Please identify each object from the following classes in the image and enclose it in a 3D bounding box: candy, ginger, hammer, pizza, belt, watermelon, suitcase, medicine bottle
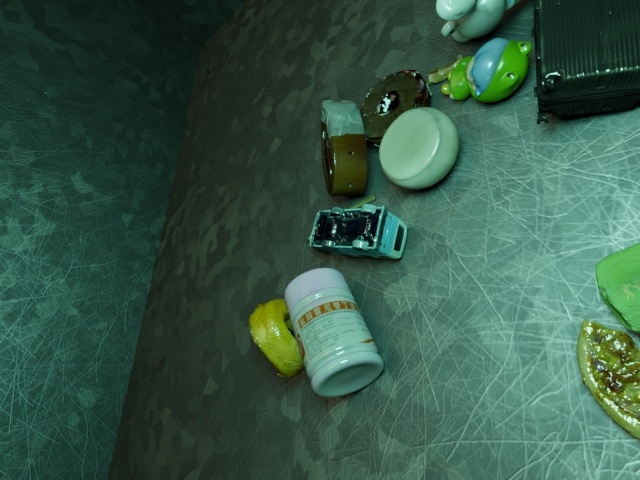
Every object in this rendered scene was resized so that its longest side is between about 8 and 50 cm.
[{"bbox_3d":[0.644,0.035,0.663,0.344,0.131,0.142,-31,9,33],"label":"candy"},{"bbox_3d":[0.378,-0.519,1.270,0.137,0.044,0.057,-11,46,43],"label":"ginger"},{"bbox_3d":[0.108,-0.113,1.396,0.199,0.013,0.062,-25,56,38],"label":"hammer"},{"bbox_3d":[0.535,0.249,0.723,0.127,0.058,0.246,-30,54,35],"label":"pizza"},{"bbox_3d":[0.069,-0.309,1.365,0.217,0.122,0.338,109,157,-69],"label":"belt"},{"bbox_3d":[-0.006,0.000,1.410,0.072,0.085,0.092,-65,19,15],"label":"watermelon"},{"bbox_3d":[0.583,-0.435,0.873,0.230,0.152,0.334,0,71,23],"label":"suitcase"},{"bbox_3d":[0.028,0.254,1.165,0.202,0.202,0.315,-46,45,23],"label":"medicine bottle"}]

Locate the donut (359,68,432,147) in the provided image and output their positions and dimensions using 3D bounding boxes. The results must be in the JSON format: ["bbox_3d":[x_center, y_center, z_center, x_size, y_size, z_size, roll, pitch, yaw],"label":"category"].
[{"bbox_3d":[0.240,-0.422,1.329,0.270,0.103,0.269,-20,61,40],"label":"donut"}]

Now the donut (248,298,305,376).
[{"bbox_3d":[-0.111,0.293,1.269,0.118,0.254,0.253,-41,46,18],"label":"donut"}]

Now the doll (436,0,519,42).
[{"bbox_3d":[0.460,-0.667,1.041,0.366,0.187,0.376,-36,18,27],"label":"doll"}]

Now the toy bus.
[{"bbox_3d":[0.113,-0.016,1.226,0.272,0.165,0.132,1,73,48],"label":"toy bus"}]

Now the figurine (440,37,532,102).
[{"bbox_3d":[0.439,-0.450,1.107,0.162,0.143,0.263,-61,23,-4],"label":"figurine"}]

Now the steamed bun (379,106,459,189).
[{"bbox_3d":[0.287,-0.252,1.161,0.232,0.145,0.231,-18,65,45],"label":"steamed bun"}]
